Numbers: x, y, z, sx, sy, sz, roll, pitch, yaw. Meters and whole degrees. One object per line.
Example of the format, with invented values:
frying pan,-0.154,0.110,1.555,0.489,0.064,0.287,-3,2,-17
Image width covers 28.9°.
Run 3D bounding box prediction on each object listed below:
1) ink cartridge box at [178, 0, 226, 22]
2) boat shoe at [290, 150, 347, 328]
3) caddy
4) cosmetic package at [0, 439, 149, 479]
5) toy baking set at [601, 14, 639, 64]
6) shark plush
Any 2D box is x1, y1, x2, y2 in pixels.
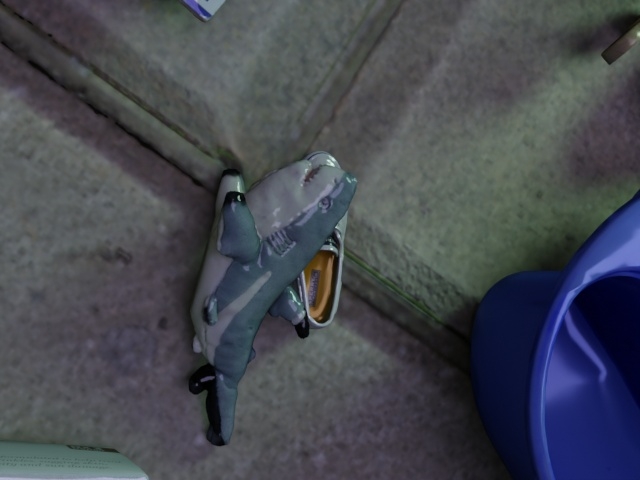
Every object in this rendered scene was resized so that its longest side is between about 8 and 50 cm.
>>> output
ink cartridge box,-0.075,-0.264,0.647,0.223,0.045,0.224,43,77,-16
boat shoe,0.000,0.000,0.686,0.035,0.035,0.100,8,88,-21
caddy,0.239,0.116,0.686,0.241,0.179,0.341,-33,102,-6
cosmetic package,-0.158,0.218,0.601,0.117,0.085,0.231,5,90,-22
toy baking set,0.248,-0.167,0.676,0.197,0.256,0.030,-42,90,-3
shark plush,-0.033,0.034,0.652,0.067,0.073,0.161,14,90,-10
